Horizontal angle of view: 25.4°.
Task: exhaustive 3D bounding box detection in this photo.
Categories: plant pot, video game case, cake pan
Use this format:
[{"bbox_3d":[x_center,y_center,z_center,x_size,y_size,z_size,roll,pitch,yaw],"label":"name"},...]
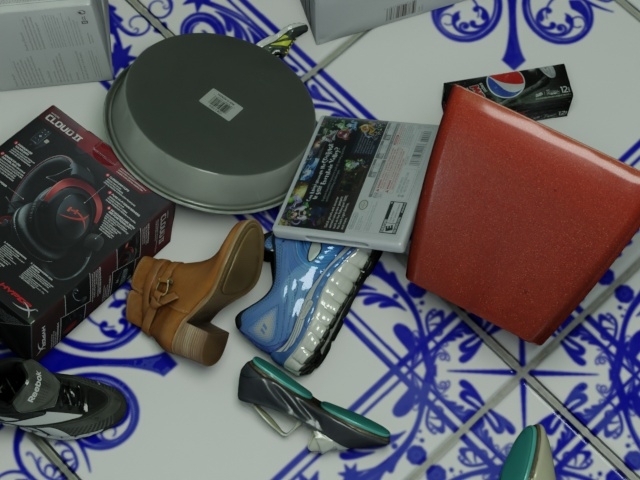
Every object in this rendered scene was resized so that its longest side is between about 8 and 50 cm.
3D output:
[{"bbox_3d":[0.246,-0.018,1.736,0.267,0.267,0.235,26,96,11],"label":"plant pot"},{"bbox_3d":[0.050,-0.073,1.766,0.173,0.022,0.190,7,56,23],"label":"video game case"},{"bbox_3d":[-0.134,-0.163,1.855,0.293,0.054,0.293,10,50,-12],"label":"cake pan"}]

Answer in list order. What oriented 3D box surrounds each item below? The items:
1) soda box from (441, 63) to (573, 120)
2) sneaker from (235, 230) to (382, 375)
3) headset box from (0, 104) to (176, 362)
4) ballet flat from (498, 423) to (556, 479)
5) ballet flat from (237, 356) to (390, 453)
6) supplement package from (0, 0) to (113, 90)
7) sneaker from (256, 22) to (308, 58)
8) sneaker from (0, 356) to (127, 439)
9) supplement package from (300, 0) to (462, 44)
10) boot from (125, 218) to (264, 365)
[{"bbox_3d":[0.250,-0.190,1.917,0.169,0.060,0.053,-10,67,-4],"label":"soda box"},{"bbox_3d":[0.000,0.000,1.802,0.147,0.130,0.330,27,70,9],"label":"sneaker"},{"bbox_3d":[-0.339,-0.020,1.796,0.218,0.110,0.293,36,57,14],"label":"headset box"},{"bbox_3d":[0.237,0.342,1.691,0.086,0.086,0.248,22,70,9],"label":"ballet flat"},{"bbox_3d":[-0.014,0.218,1.749,0.203,0.074,0.074,28,70,5],"label":"ballet flat"},{"bbox_3d":[-0.426,-0.332,1.905,0.263,0.199,0.198,-6,67,-2],"label":"supplement package"},{"bbox_3d":[-0.051,-0.272,1.973,0.083,0.031,0.035,-29,83,-7],"label":"sneaker"},{"bbox_3d":[-0.339,0.188,1.705,0.234,0.106,0.078,10,66,-22],"label":"sneaker"},{"bbox_3d":[0.093,-0.409,1.932,0.262,0.204,0.145,-17,69,-7],"label":"supplement package"},{"bbox_3d":[-0.163,0.044,1.771,0.152,0.073,0.197,25,91,36],"label":"boot"}]
